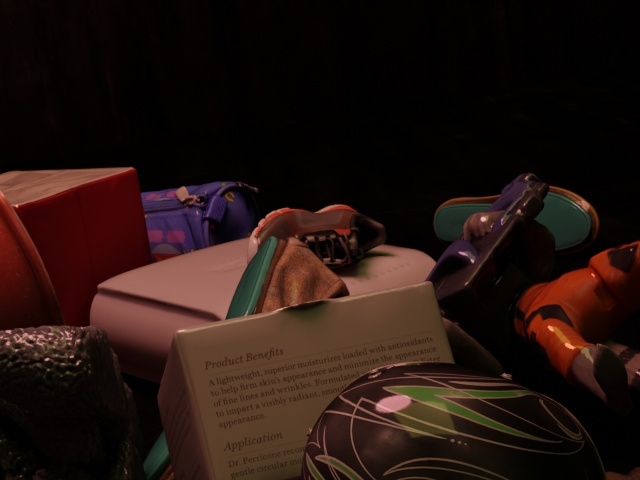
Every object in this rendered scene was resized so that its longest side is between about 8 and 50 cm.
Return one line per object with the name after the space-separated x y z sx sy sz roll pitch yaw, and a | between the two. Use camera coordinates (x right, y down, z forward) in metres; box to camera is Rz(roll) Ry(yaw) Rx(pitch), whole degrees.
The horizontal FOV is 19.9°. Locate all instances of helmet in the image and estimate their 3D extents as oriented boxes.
0.074 0.153 1.103 0.161 0.169 0.169 6 1 -38 | helmet

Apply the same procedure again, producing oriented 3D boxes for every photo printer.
-0.043 0.070 1.737 0.256 0.107 0.307 -16 13 -31 | photo printer

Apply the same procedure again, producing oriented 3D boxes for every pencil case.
-0.215 -0.004 2.182 0.306 0.133 0.119 -3 46 31 | pencil case

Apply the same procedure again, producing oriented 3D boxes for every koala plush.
-0.243 0.160 1.280 0.221 0.196 0.203 -12 5 2 | koala plush

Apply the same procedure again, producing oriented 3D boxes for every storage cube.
-0.300 0.038 1.875 0.215 0.193 0.183 1 15 36 | storage cube

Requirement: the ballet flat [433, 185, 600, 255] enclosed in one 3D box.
0.236 -0.024 2.090 0.232 0.080 0.073 4 2 43 | ballet flat

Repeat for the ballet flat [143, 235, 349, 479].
-0.046 0.117 1.465 0.107 0.106 0.316 -46 12 44 | ballet flat

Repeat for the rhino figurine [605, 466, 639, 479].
0.244 0.156 1.198 0.243 0.073 0.106 -12 9 -12 | rhino figurine

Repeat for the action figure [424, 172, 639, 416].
0.158 0.101 1.468 0.341 0.178 0.330 -47 23 -27 | action figure

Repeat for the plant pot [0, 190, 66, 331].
-0.395 0.091 1.567 0.265 0.272 0.272 -24 18 -30 | plant pot

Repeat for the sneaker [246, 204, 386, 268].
0.000 0.000 1.639 0.065 0.061 0.158 10 22 40 | sneaker

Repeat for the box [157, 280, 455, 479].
-0.010 0.123 1.261 0.181 0.119 0.182 -11 -17 -13 | box
